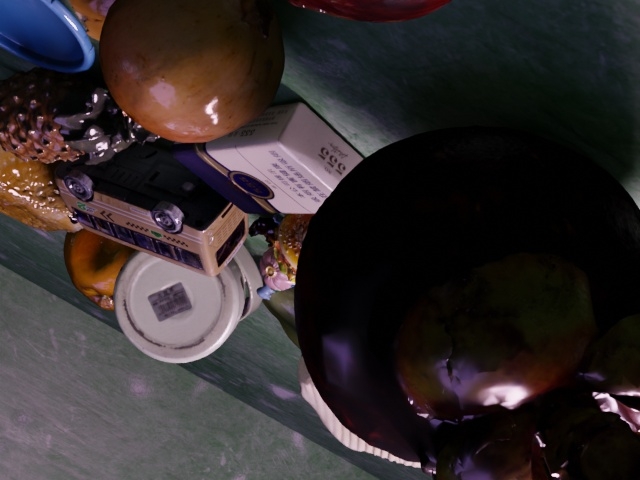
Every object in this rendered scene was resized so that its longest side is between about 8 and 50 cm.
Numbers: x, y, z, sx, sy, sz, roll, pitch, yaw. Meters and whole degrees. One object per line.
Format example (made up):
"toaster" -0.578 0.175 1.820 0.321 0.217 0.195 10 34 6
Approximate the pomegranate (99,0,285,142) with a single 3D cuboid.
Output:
"pomegranate" -0.124 -0.186 0.957 0.191 0.191 0.191 24 161 9

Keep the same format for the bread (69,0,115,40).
"bread" -0.220 -0.260 1.044 0.106 0.082 0.125 25 159 25

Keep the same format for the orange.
"orange" -0.405 0.053 1.939 0.249 0.183 0.249 24 159 10

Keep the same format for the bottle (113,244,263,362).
"bottle" -0.220 0.086 1.701 0.229 0.229 0.352 26 -177 2

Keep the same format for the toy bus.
"toy bus" -0.260 -0.060 1.480 0.290 0.139 0.157 18 141 20

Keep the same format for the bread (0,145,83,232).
"bread" -0.479 -0.124 1.598 0.246 0.176 0.196 29 165 -37

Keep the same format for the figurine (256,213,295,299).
"figurine" -0.021 0.028 1.481 0.145 0.114 0.178 15 143 -38

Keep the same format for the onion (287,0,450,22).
"onion" -0.009 -0.248 0.640 0.272 0.195 0.272 33 163 11

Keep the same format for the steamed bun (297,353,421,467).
"steamed bun" 0.173 0.230 1.592 0.384 0.236 0.247 4 142 34

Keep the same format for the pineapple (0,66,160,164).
"pineapple" -0.317 -0.176 1.337 0.310 0.141 0.170 5 -176 32

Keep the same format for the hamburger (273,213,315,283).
"hamburger" 0.000 0.000 1.348 0.126 0.141 0.081 60 -178 13

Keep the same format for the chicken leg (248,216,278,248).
"chicken leg" -0.036 0.033 1.618 0.106 0.051 0.253 22 162 32

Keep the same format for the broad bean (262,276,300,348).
"broad bean" -0.036 0.133 1.796 0.169 0.100 0.228 35 165 20

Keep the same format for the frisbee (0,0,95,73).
"frisbee" -0.391 -0.302 1.213 0.242 0.045 0.242 23 161 9

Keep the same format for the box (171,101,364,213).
"box" -0.066 -0.102 1.270 0.168 0.071 0.259 39 156 -32

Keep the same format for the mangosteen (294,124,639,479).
"mangosteen" 0.183 0.080 0.965 0.421 0.381 0.381 35 168 32
